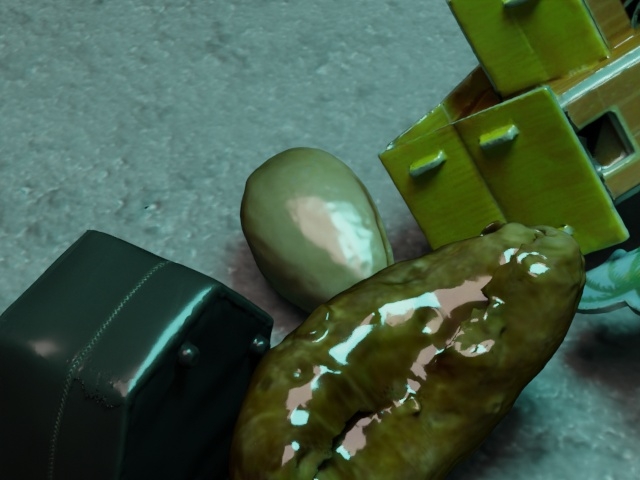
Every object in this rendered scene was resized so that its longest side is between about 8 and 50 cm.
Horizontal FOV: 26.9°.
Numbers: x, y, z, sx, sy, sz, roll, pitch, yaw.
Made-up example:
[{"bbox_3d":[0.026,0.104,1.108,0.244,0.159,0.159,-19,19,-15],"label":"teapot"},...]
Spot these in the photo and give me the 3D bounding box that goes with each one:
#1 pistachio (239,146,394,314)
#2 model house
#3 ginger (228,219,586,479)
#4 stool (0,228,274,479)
[{"bbox_3d":[0.000,0.000,1.167,0.126,0.108,0.185,-43,60,18],"label":"pistachio"},{"bbox_3d":[0.207,-0.106,1.081,0.323,0.300,0.340,-32,16,5],"label":"model house"},{"bbox_3d":[0.057,0.104,1.011,0.321,0.172,0.165,-43,94,-14],"label":"ginger"},{"bbox_3d":[-0.142,0.116,1.004,0.141,0.232,0.232,19,51,22],"label":"stool"}]
